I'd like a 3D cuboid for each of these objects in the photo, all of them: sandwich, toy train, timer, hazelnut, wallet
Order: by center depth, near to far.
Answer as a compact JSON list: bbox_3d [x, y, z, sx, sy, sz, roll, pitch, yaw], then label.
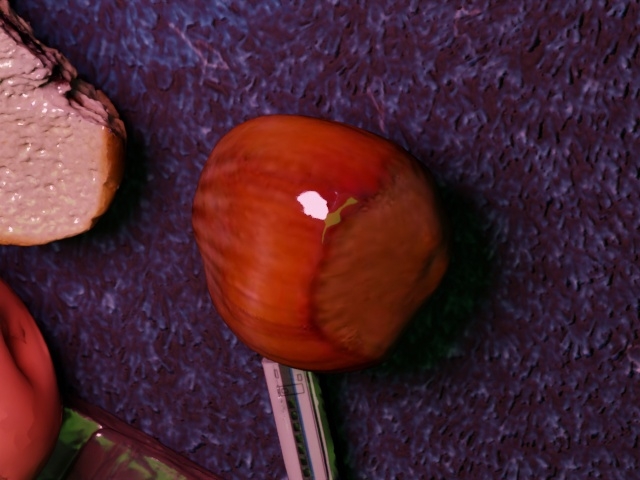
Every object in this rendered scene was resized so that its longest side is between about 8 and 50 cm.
[{"bbox_3d":[-0.268,-0.131,1.358,0.254,0.100,0.288,2,125,-12],"label":"sandwich"},{"bbox_3d":[0.004,-0.005,1.398,0.186,0.210,0.210,-15,102,-16],"label":"hazelnut"},{"bbox_3d":[-0.324,0.122,1.422,0.215,0.229,0.230,-21,101,14],"label":"timer"},{"bbox_3d":[0.000,0.213,1.502,0.048,0.055,0.252,-10,101,7],"label":"toy train"},{"bbox_3d":[-0.204,0.260,1.538,0.182,0.049,0.229,29,106,-5],"label":"wallet"}]
